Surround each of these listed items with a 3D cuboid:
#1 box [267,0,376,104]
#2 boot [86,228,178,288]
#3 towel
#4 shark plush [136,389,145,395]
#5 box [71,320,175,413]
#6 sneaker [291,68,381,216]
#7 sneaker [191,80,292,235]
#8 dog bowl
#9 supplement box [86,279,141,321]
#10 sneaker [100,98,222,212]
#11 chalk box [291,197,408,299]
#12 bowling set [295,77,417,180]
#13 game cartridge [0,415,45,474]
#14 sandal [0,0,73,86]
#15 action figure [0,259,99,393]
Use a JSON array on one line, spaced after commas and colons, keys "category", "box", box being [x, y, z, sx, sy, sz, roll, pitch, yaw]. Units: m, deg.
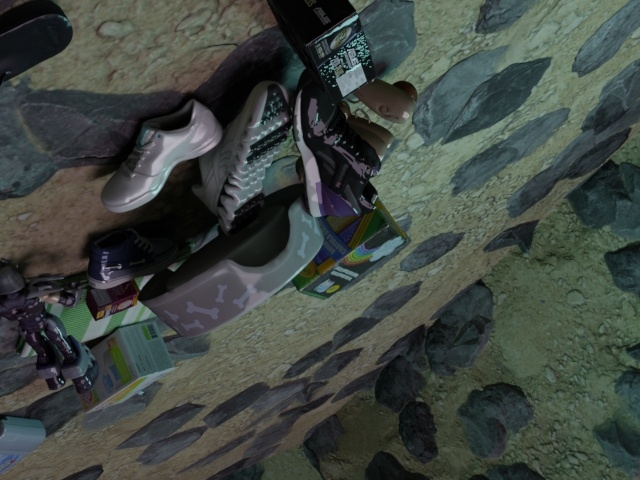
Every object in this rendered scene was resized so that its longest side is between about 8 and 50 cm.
[{"category": "box", "box": [-0.005, -0.289, 1.184, 0.077, 0.147, 0.180, -34, 159, 1]}, {"category": "boot", "box": [-0.318, 0.015, 1.539, 0.190, 0.069, 0.086, -28, 144, -46]}, {"category": "towel", "box": [-0.404, 0.116, 1.684, 0.324, 0.038, 0.248, -19, 156, -38]}, {"category": "shark plush", "box": [-0.473, 0.314, 2.057, 0.161, 0.073, 0.067, 2, 124, -26]}, {"category": "box", "box": [-0.417, 0.265, 1.844, 0.203, 0.114, 0.103, -34, 166, 34]}, {"category": "sneaker", "box": [0.034, -0.152, 1.400, 0.124, 0.107, 0.283, 4, 139, 14]}, {"category": "sneaker", "box": [-0.132, -0.138, 1.385, 0.110, 0.118, 0.292, -33, 157, -43]}, {"category": "dog bowl", "box": [-0.146, 0.038, 1.545, 0.348, 0.102, 0.349, -31, -166, 8]}, {"category": "supplement box", "box": [-0.368, 0.101, 1.576, 0.083, 0.043, 0.055, -22, 160, -30]}, {"category": "sneaker", "box": [-0.250, -0.132, 1.306, 0.212, 0.080, 0.094, -40, 149, -2]}, {"category": "chalk box", "box": [0.000, 0.000, 1.826, 0.289, 0.179, 0.180, -36, 161, 9]}, {"category": "bowling set", "box": [0.065, -0.219, 1.517, 0.287, 0.154, 0.200, -58, 180, 45]}, {"category": "game cartridge", "box": [-0.770, 0.496, 1.980, 0.297, 0.062, 0.198, -35, 156, 4]}, {"category": "sandal", "box": [-0.390, -0.180, 0.982, 0.254, 0.054, 0.097, -32, 160, -3]}, {"category": "action figure", "box": [-0.469, 0.136, 1.470, 0.185, 0.099, 0.285, -7, 131, 10]}]
